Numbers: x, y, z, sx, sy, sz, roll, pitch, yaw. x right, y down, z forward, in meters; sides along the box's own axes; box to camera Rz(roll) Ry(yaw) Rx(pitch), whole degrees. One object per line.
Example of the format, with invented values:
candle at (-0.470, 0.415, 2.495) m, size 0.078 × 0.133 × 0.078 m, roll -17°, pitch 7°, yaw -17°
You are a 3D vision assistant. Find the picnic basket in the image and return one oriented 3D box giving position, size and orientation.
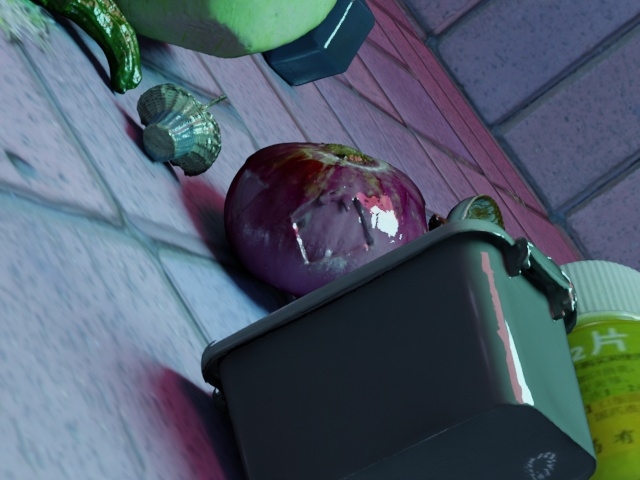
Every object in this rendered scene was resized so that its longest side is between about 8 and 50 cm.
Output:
picnic basket at (-0.117, -0.092, 1.438) m, size 0.083 × 0.065 × 0.083 m, roll 48°, pitch 34°, yaw -3°

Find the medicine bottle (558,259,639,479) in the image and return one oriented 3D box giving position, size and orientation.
medicine bottle at (0.276, 0.189, 1.608) m, size 0.224 × 0.224 × 0.384 m, roll 48°, pitch 18°, yaw -22°

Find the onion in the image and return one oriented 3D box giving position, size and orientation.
onion at (0.003, -0.010, 1.445) m, size 0.177 × 0.153 × 0.177 m, roll 26°, pitch 32°, yaw -18°

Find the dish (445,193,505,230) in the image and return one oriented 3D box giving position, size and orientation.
dish at (0.172, 0.010, 2.206) m, size 0.141 × 0.078 × 0.141 m, roll -10°, pitch 101°, yaw -59°

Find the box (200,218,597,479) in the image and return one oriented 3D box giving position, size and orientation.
box at (0.056, 0.111, 1.116) m, size 0.163 × 0.243 × 0.135 m, roll 41°, pitch 29°, yaw -47°

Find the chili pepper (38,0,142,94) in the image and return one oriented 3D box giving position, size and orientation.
chili pepper at (-0.208, -0.200, 1.424) m, size 0.182 × 0.050 × 0.073 m, roll 47°, pitch 6°, yaw -36°

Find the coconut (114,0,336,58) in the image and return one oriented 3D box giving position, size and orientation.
coconut at (-0.107, -0.307, 1.604) m, size 0.328 × 0.281 × 0.328 m, roll 37°, pitch -40°, yaw 39°

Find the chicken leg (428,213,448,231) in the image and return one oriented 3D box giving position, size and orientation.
chicken leg at (0.146, 0.065, 1.931) m, size 0.205 × 0.093 × 0.053 m, roll 63°, pitch -21°, yaw 18°

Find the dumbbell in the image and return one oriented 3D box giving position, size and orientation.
dumbbell at (-0.071, -0.321, 2.065) m, size 0.144 × 0.156 × 0.316 m, roll 22°, pitch -13°, yaw 44°
